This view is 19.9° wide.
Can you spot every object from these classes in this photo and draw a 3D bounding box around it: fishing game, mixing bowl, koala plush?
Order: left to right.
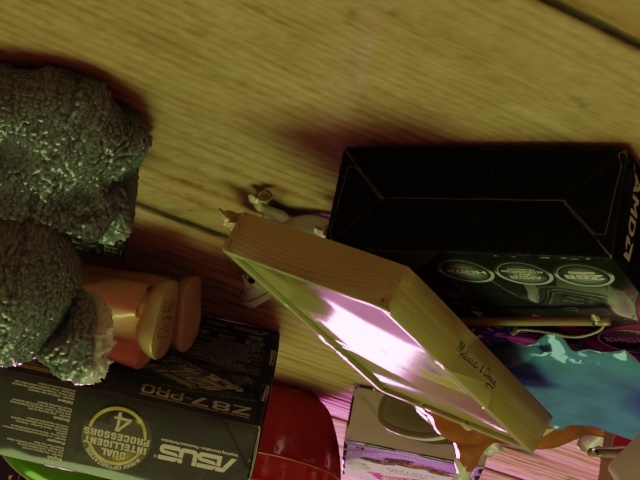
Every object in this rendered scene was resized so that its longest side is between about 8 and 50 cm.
[{"bbox_3d":[-0.230,-0.006,1.395,0.196,0.221,0.203,18,161,-16],"label":"koala plush"},{"bbox_3d":[-0.053,0.228,2.180,0.181,0.098,0.181,11,163,4],"label":"mixing bowl"},{"bbox_3d":[0.215,0.114,1.476,0.189,0.041,0.264,-4,148,39],"label":"fishing game"}]

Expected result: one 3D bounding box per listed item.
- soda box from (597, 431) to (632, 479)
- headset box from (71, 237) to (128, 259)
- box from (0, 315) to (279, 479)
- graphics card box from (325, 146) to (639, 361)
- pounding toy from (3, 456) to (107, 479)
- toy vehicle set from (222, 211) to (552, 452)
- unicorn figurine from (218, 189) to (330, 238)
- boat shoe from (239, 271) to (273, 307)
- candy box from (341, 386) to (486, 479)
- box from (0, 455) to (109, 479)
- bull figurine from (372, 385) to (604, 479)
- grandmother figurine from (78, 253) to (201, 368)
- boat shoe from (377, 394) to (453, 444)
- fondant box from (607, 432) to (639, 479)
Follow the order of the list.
[{"bbox_3d":[0.287,0.162,1.634,0.061,0.181,0.058,7,161,12],"label":"soda box"},{"bbox_3d":[-0.217,-0.013,1.669,0.083,0.032,0.062,14,162,-3],"label":"headset box"},{"bbox_3d":[-0.244,0.128,1.799,0.395,0.097,0.318,12,-169,-2],"label":"box"},{"bbox_3d":[0.184,0.036,1.469,0.233,0.094,0.371,3,159,27],"label":"graphics card box"},{"bbox_3d":[-0.275,0.209,2.214,0.237,0.183,0.110,21,134,-27],"label":"pounding toy"},{"bbox_3d":[0.056,0.074,1.414,0.166,0.035,0.267,19,164,38],"label":"toy vehicle set"},{"bbox_3d":[0.000,0.000,1.549,0.162,0.060,0.111,24,165,14],"label":"unicorn figurine"},{"bbox_3d":[-0.057,0.038,1.730,0.035,0.035,0.100,45,157,-11],"label":"boat shoe"},{"bbox_3d":[0.111,0.242,2.165,0.165,0.070,0.196,11,161,3],"label":"candy box"},{"bbox_3d":[-0.316,0.309,2.454,0.294,0.183,0.296,20,158,-27],"label":"box"},{"bbox_3d":[0.187,0.162,1.771,0.310,0.101,0.188,2,136,15],"label":"bull figurine"},{"bbox_3d":[-0.295,0.039,1.726,0.342,0.104,0.208,12,177,16],"label":"grandmother figurine"},{"bbox_3d":[0.164,0.182,1.935,0.227,0.081,0.068,-8,150,40],"label":"boat shoe"},{"bbox_3d":[0.424,0.167,1.458,0.330,0.096,0.238,21,120,-38],"label":"fondant box"}]
